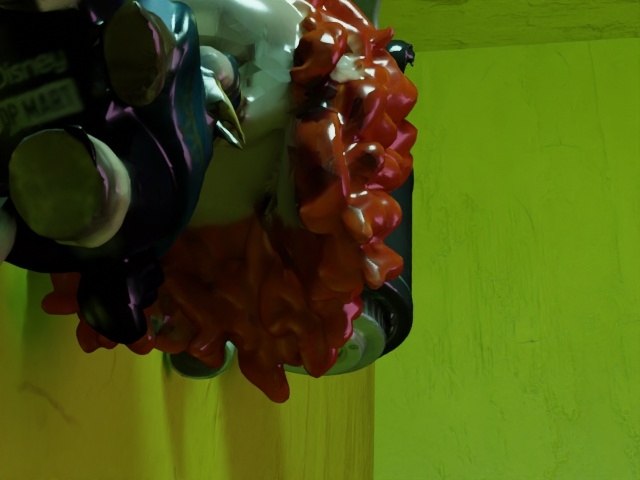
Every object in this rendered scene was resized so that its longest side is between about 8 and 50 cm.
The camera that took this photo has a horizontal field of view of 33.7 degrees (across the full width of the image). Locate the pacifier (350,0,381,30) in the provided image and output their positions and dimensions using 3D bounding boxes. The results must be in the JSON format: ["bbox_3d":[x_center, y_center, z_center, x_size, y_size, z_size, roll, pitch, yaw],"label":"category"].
[{"bbox_3d":[-0.032,-0.327,1.234,0.233,0.244,0.299,-34,152,-46],"label":"pacifier"}]

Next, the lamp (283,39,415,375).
[{"bbox_3d":[0.001,0.001,1.139,0.272,0.205,0.374,-89,-177,-55],"label":"lamp"}]

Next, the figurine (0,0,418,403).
[{"bbox_3d":[-0.090,-0.080,0.579,0.412,0.241,0.306,34,27,-59],"label":"figurine"}]

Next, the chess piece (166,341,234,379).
[{"bbox_3d":[-0.102,0.054,0.945,0.149,0.059,0.059,-91,174,-53],"label":"chess piece"}]
